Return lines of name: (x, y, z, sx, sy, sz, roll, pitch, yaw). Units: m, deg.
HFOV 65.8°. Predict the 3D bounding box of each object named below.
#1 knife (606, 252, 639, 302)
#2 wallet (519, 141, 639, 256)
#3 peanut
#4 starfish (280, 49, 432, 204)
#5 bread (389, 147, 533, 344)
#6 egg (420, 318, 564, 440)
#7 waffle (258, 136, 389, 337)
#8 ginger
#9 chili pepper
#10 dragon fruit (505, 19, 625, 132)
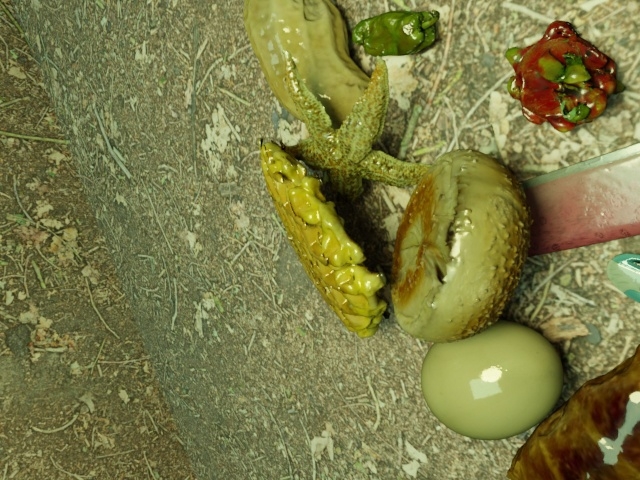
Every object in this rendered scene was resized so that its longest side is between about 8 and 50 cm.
knife: (0.483, 0.083, 0.637, 0.222, 0.031, 0.064, 32, 123, 34)
wallet: (0.377, -0.052, 0.702, 0.232, 0.025, 0.119, -19, 90, 47)
peanut: (-0.026, -0.334, 0.915, 0.340, 0.174, 0.158, 69, 161, 1)
starfish: (0.027, -0.165, 0.856, 0.358, 0.078, 0.347, 40, 154, -29)
bread: (0.206, 0.016, 0.744, 0.158, 0.306, 0.306, 14, 122, -2)
egg: (0.269, 0.220, 0.793, 0.241, 0.186, 0.186, -34, 79, 47)
waffle: (0.000, 0.000, 0.917, 0.380, 0.095, 0.382, 57, 172, 27)
ginger: (0.435, 0.287, 0.660, 0.254, 0.176, 0.418, 50, 130, 25)
chili pepper: (0.139, -0.339, 0.810, 0.204, 0.073, 0.072, 24, 139, 51)
dragon fruit: (0.322, -0.213, 0.650, 0.142, 0.175, 0.138, -2, 116, 15)
